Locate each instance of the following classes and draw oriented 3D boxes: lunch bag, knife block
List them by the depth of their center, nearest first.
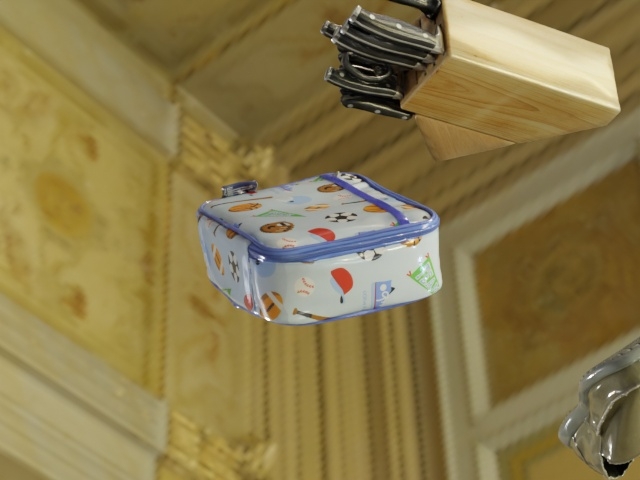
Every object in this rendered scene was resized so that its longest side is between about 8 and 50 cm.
[{"bbox_3d":[0.146,-0.190,1.710,0.275,0.242,0.088,-11,-124,12],"label":"knife block"},{"bbox_3d":[0.000,0.000,1.950,0.243,0.115,0.303,-14,-161,-17],"label":"lunch bag"}]

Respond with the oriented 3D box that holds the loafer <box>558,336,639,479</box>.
[{"bbox_3d":[0.315,0.173,1.734,0.094,0.251,0.087,-31,-111,-16],"label":"loafer"}]
